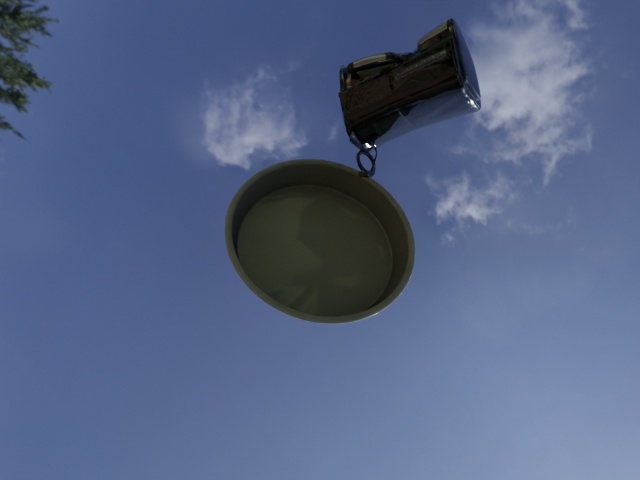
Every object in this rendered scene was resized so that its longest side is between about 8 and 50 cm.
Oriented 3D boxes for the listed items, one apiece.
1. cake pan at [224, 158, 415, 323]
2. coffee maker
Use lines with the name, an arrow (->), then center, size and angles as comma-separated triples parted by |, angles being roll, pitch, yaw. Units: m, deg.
cake pan -> 0.000, 0.000, 0.707 | 0.293, 0.054, 0.293 | 6, -123, -9
coffee maker -> 0.131, -0.198, 0.653 | 0.178, 0.120, 0.171 | -13, -84, 34
